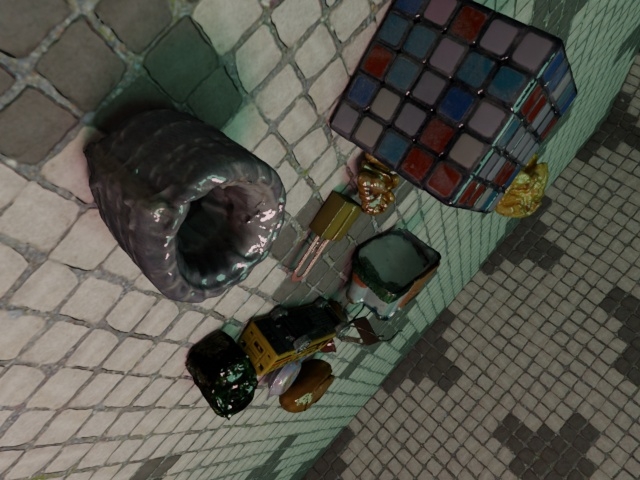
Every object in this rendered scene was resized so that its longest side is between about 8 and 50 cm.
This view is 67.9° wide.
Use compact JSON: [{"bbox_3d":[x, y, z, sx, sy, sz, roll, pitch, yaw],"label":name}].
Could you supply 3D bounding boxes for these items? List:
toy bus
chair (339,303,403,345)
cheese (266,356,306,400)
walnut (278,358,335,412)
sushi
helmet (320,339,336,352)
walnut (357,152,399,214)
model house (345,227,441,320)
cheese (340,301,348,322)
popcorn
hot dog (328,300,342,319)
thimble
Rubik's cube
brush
[{"bbox_3d":[-0.059,0.244,1.240,0.123,0.121,0.335,-53,156,22],"label":"toy bus"},{"bbox_3d":[0.138,0.291,1.583,0.213,0.149,0.174,-23,174,-33],"label":"chair"},{"bbox_3d":[-0.090,0.392,1.461,0.244,0.052,0.135,-43,157,-41],"label":"cheese"},{"bbox_3d":[-0.047,0.478,1.578,0.245,0.137,0.137,-36,153,-48],"label":"walnut"},{"bbox_3d":[-0.210,0.307,1.066,0.124,0.127,0.225,-35,150,-27],"label":"sushi"},{"bbox_3d":[0.009,0.328,1.524,0.057,0.089,0.111,-23,169,-10],"label":"helmet"},{"bbox_3d":[0.132,-0.129,1.064,0.170,0.069,0.143,41,62,-65],"label":"walnut"},{"bbox_3d":[0.194,0.140,1.436,0.253,0.184,0.291,-30,149,-38],"label":"model house"},{"bbox_3d":[0.063,0.248,1.475,0.026,0.121,0.067,22,113,-19],"label":"cheese"},{"bbox_3d":[0.768,-0.224,1.861,0.265,0.225,0.332,-51,144,13],"label":"popcorn"},{"bbox_3d":[0.020,0.249,1.430,0.147,0.065,0.099,-52,-171,3],"label":"hot dog"},{"bbox_3d":[-0.170,-0.044,0.603,0.205,0.172,0.236,-52,158,-4],"label":"thimble"},{"bbox_3d":[0.245,-0.245,0.870,0.293,0.287,0.292,1,124,-58],"label":"Rubik's cube"},{"bbox_3d":[0.000,0.000,1.087,0.234,0.047,0.103,-55,155,14],"label":"brush"}]
